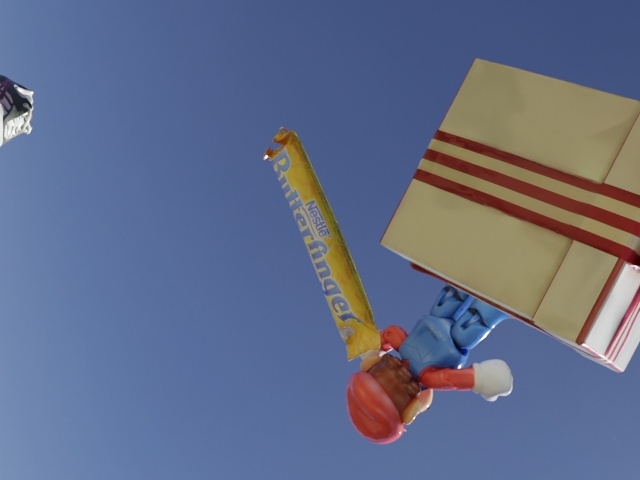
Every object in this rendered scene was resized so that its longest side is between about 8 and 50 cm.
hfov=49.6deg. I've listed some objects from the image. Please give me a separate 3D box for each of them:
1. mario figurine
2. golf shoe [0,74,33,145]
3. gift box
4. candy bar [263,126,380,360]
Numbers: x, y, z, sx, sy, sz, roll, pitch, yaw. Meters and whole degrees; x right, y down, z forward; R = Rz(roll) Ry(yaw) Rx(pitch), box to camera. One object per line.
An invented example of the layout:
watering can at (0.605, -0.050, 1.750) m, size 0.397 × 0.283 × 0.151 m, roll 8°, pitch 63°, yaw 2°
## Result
mario figurine at (0.172, 0.182, 1.057) m, size 0.320 × 0.170 × 0.198 m, roll -48°, pitch -171°, yaw 8°
golf shoe at (-0.541, -0.210, 1.161) m, size 0.105 × 0.120 × 0.272 m, roll -66°, pitch -147°, yaw 32°
gift box at (0.256, -0.036, 0.702) m, size 0.258 × 0.255 × 0.276 m, roll 29°, pitch -84°, yaw 34°
candy bar at (0.000, 0.000, 0.457) m, size 0.040 × 0.018 × 0.161 m, roll -43°, pitch -115°, yaw 54°
